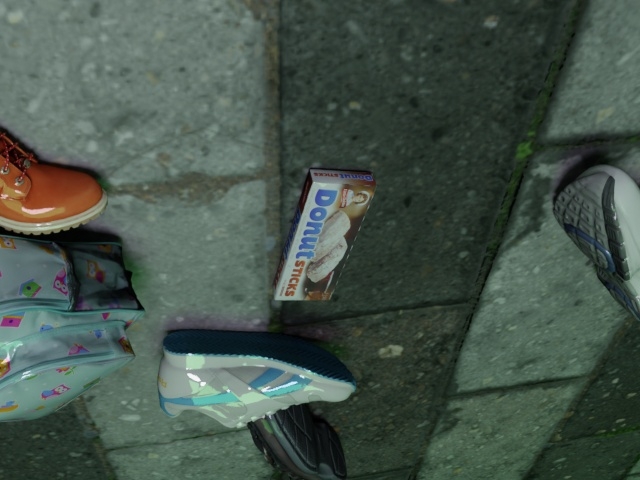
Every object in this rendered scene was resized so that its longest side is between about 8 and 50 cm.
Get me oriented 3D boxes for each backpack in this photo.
[{"bbox_3d":[-0.264,0.075,0.593,0.165,0.145,0.188,-31,153,21],"label":"backpack"}]

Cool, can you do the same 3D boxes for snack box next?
[{"bbox_3d":[0.000,0.000,0.707,0.064,0.022,0.178,2,138,-17],"label":"snack box"}]

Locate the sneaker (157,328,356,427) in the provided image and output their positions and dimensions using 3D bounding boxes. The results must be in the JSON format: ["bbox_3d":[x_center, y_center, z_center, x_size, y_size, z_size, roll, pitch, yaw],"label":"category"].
[{"bbox_3d":[-0.072,0.163,0.806,0.228,0.087,0.092,9,105,-13],"label":"sneaker"}]

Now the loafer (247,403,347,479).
[{"bbox_3d":[-0.049,0.281,0.960,0.095,0.109,0.302,-18,143,11],"label":"loafer"}]

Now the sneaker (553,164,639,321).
[{"bbox_3d":[0.351,-0.008,0.759,0.129,0.111,0.297,-43,138,9],"label":"sneaker"}]

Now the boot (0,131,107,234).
[{"bbox_3d":[-0.247,-0.054,0.548,0.157,0.059,0.085,5,132,-20],"label":"boot"}]
